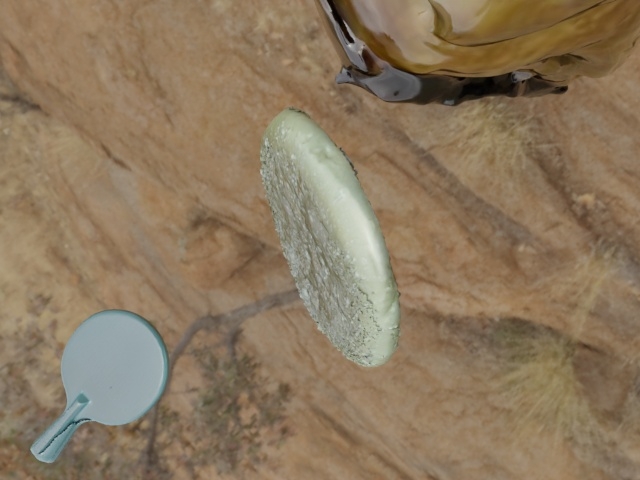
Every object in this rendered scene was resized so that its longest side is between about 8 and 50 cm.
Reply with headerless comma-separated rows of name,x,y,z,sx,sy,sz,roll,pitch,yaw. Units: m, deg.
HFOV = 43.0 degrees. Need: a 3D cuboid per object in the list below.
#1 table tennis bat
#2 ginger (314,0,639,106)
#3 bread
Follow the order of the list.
table tennis bat,-0.251,0.167,0.901,0.124,0.201,0.033,42,-173,10
ginger,0.118,-0.199,0.470,0.223,0.270,0.200,-27,74,63
bread,0.000,0.000,0.778,0.267,0.041,0.266,159,90,-75
